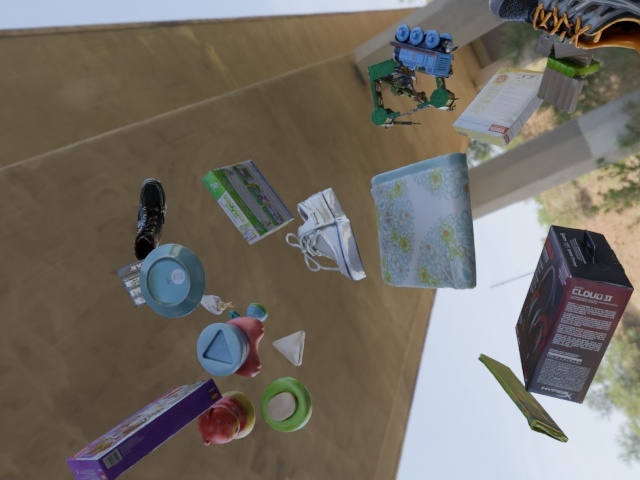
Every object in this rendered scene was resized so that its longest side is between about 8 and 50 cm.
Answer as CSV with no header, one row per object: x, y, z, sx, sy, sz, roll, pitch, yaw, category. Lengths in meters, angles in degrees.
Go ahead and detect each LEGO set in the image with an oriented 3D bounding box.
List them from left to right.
0.324,-0.513,1.847,0.192,0.331,0.254,-14,-94,-54,LEGO set

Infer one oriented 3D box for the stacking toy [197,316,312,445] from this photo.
-0.176,0.344,1.323,0.130,0.280,0.308,5,-99,-67,stacking toy

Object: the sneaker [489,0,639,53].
0.312,-0.276,0.661,0.084,0.215,0.083,43,-119,-67,sneaker

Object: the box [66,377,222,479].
-0.383,0.415,1.208,0.293,0.201,0.057,-30,-86,-44,box

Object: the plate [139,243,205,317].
-0.378,0.102,1.375,0.188,0.188,0.024,68,-165,6,plate

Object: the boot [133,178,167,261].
-0.526,-0.059,1.691,0.178,0.085,0.236,-118,35,-67,boot

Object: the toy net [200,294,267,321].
-0.288,0.232,1.786,0.045,0.232,0.122,-58,-16,-47,toy net

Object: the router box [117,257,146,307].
-0.489,0.108,1.625,0.046,0.179,0.133,51,158,42,router box

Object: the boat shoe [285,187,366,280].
-0.003,-0.008,1.331,0.367,0.157,0.135,-112,2,-55,boat shoe

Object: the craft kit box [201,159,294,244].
-0.220,-0.128,1.732,0.249,0.061,0.247,53,-156,2,craft kit box

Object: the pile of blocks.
0.587,-0.487,1.268,0.149,0.113,0.361,28,135,62,pile of blocks

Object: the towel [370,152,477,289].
0.261,-0.039,1.414,0.090,0.374,0.320,-8,-89,-24,towel

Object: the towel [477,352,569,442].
0.423,0.329,1.162,0.102,0.021,0.237,30,-166,-21,towel

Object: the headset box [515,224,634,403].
0.476,0.123,1.051,0.218,0.110,0.293,-65,-15,-60,headset box

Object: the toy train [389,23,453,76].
0.254,-0.484,1.395,0.080,0.105,0.184,-8,-151,-42,toy train

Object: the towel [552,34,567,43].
0.445,-0.449,1.002,0.110,0.027,0.148,-48,-54,-27,towel

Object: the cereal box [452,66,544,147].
0.504,-0.372,1.509,0.173,0.240,0.047,32,169,47,cereal box
